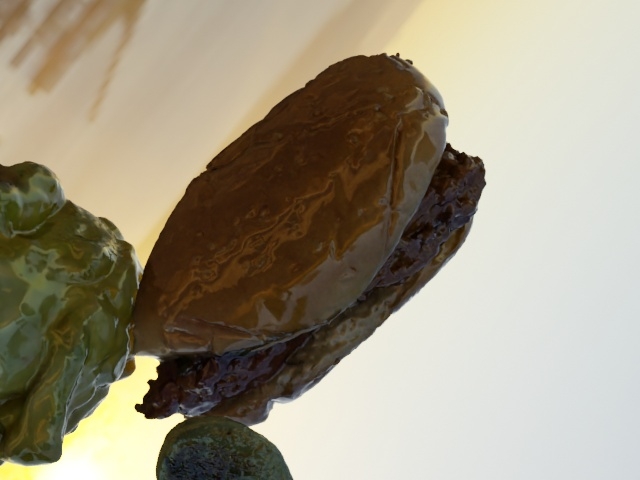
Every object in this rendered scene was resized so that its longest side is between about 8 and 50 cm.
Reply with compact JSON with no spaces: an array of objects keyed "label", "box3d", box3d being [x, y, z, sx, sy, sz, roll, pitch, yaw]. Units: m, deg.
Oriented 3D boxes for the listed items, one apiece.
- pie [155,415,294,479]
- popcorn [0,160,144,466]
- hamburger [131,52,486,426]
[{"label":"pie","box3d":[-0.055,0.139,1.067,0.085,0.085,0.017,-50,-169,30]},{"label":"popcorn","box3d":[-0.242,0.051,1.279,0.256,0.254,0.195,-6,153,-19]},{"label":"hamburger","box3d":[0.000,0.000,1.309,0.245,0.155,0.282,-14,-140,30]}]
